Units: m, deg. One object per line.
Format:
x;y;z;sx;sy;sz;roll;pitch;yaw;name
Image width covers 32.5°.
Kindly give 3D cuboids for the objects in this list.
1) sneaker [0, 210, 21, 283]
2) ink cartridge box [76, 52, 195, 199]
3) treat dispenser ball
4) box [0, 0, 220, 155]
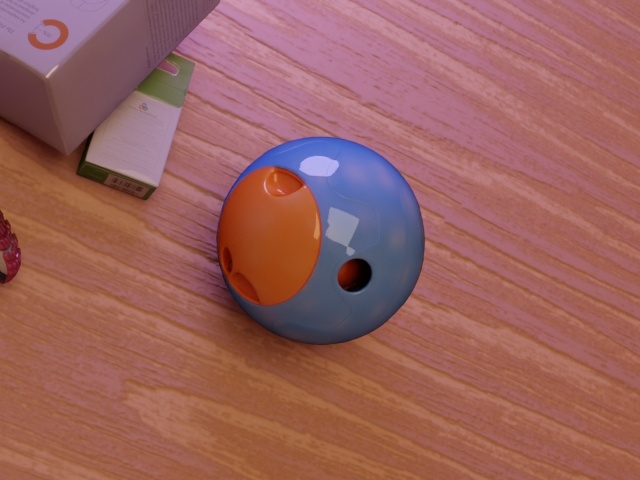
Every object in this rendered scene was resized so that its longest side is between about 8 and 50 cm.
-0.511;-0.048;1.406;0.299;0.121;0.112;42;92;-10;sneaker
-0.263;-0.175;1.572;0.109;0.062;0.209;21;67;-18;ink cartridge box
0.000;0.000;1.516;0.288;0.288;0.288;7;73;-23;treat dispenser ball
-0.323;-0.321;1.484;0.215;0.168;0.345;31;62;16;box
